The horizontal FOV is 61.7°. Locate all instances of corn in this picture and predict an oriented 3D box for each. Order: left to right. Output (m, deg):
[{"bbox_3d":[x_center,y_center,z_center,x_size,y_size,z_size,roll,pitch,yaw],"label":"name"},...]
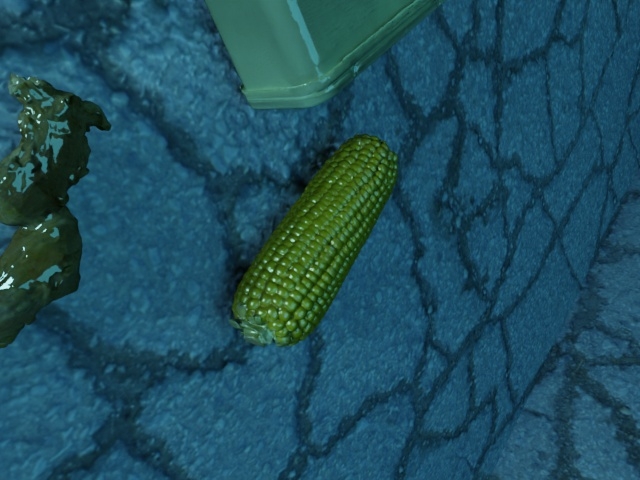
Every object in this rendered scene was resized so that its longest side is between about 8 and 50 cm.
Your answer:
[{"bbox_3d":[0.000,0.000,0.848,0.387,0.143,0.144,-55,133,-23],"label":"corn"}]

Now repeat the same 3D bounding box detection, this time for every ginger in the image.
[{"bbox_3d":[-0.306,-0.020,0.566,0.122,0.084,0.291,13,93,-53],"label":"ginger"}]

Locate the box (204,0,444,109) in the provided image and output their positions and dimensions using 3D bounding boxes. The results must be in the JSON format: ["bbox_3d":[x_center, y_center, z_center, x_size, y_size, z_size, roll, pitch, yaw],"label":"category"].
[{"bbox_3d":[-0.008,-0.410,0.698,0.352,0.177,0.344,-45,128,-27],"label":"box"}]
